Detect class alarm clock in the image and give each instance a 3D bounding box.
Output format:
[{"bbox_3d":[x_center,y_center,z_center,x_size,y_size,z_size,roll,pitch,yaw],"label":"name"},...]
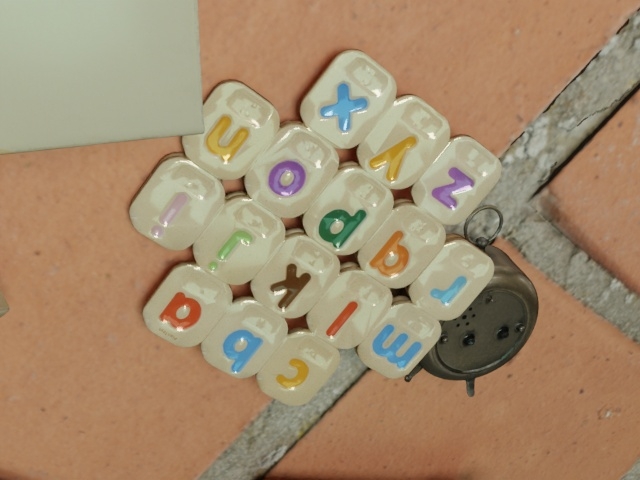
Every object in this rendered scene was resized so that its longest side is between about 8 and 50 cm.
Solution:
[{"bbox_3d":[0.140,0.054,0.762,0.129,0.064,0.192,-7,120,-17],"label":"alarm clock"}]

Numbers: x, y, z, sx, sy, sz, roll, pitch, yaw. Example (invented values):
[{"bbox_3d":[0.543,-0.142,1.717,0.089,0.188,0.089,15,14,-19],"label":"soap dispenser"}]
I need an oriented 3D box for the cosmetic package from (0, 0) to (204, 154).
[{"bbox_3d":[-0.230,-0.121,0.446,0.309,0.160,0.113,-7,124,-16],"label":"cosmetic package"}]

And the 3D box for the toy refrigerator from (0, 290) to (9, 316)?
[{"bbox_3d":[-0.290,0.033,0.457,0.102,0.269,0.094,-32,87,1],"label":"toy refrigerator"}]

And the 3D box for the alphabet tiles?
[{"bbox_3d":[0.000,0.000,0.664,0.284,0.021,0.278,33,105,-22],"label":"alphabet tiles"}]
